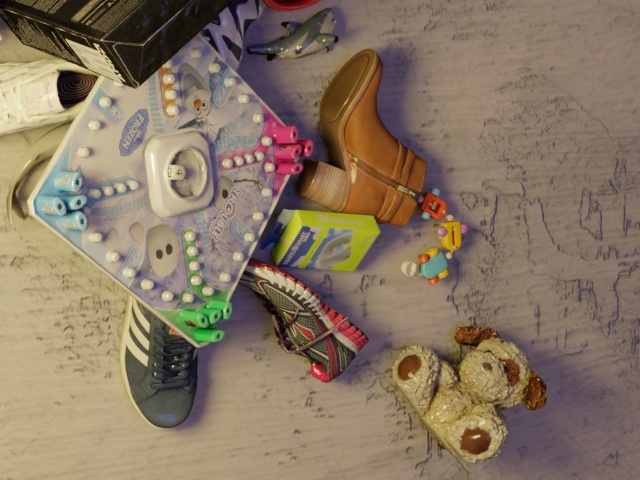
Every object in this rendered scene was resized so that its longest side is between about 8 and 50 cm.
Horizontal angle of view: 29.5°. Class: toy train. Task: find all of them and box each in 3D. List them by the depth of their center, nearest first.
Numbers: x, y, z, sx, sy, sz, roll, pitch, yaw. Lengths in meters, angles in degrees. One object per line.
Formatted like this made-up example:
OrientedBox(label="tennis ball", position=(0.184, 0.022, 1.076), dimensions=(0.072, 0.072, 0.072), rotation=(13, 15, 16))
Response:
OrientedBox(label="toy train", position=(0.197, -0.005, 2.203), dimensions=(0.125, 0.046, 0.166), rotation=(23, 83, -29))

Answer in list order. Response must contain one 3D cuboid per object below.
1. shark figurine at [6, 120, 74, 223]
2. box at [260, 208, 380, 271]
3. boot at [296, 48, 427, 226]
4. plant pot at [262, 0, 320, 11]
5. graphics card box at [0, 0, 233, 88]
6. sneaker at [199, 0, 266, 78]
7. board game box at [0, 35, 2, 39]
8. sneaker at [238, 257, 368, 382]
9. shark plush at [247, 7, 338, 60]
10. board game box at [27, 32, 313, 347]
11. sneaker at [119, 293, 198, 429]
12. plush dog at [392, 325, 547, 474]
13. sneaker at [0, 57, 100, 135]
OrientedBox(label="shark figurine", position=(-0.365, -0.137, 1.825), dimensions=(0.278, 0.116, 0.166), rotation=(-23, 107, -27))
OrientedBox(label="box", position=(0.000, 0.000, 2.062), dimensions=(0.178, 0.042, 0.109), rotation=(4, 136, -30))
OrientedBox(label="boot", position=(0.103, -0.167, 2.082), dimensions=(0.220, 0.109, 0.283), rotation=(17, 92, -29))
OrientedBox(label="plant pot", position=(-0.047, -0.479, 1.879), dimensions=(0.191, 0.191, 0.174), rotation=(-20, 65, -25))
OrientedBox(label="graphics card box", position=(-0.282, -0.347, 1.686), dimensions=(0.233, 0.371, 0.094), rotation=(-45, 127, -17))
OrientedBox(label="sneaker", position=(-0.189, -0.341, 1.900), dimensions=(0.153, 0.094, 0.235), rotation=(31, 82, -28))
OrientedBox(label="board game box", position=(-0.632, -0.358, 1.606), dimensions=(0.318, 0.066, 0.318), rotation=(-26, 119, -14))
OrientedBox(label="sneaker", position=(-0.045, 0.131, 2.044), dimensions=(0.299, 0.121, 0.112), rotation=(41, 82, -28))
OrientedBox(label="shark plush", position=(-0.045, -0.336, 2.023), dimensions=(0.161, 0.073, 0.067), rotation=(-20, 88, -4))
OrientedBox(label="board game box", position=(-0.197, -0.098, 1.792), dimensions=(0.390, 0.050, 0.390), rotation=(45, 60, -40))
OrientedBox(label="sneaker", position=(-0.237, 0.142, 1.919), dimensions=(0.131, 0.148, 0.350), rotation=(-8, 102, -28))
OrientedBox(label="plush dog", position=(0.292, 0.279, 2.225), dimensions=(0.225, 0.262, 0.210), rotation=(-39, 148, -8))
OrientedBox(label="sneaker", position=(-0.438, -0.211, 1.731), dimensions=(0.305, 0.152, 0.114), rotation=(-17, 101, -13))
